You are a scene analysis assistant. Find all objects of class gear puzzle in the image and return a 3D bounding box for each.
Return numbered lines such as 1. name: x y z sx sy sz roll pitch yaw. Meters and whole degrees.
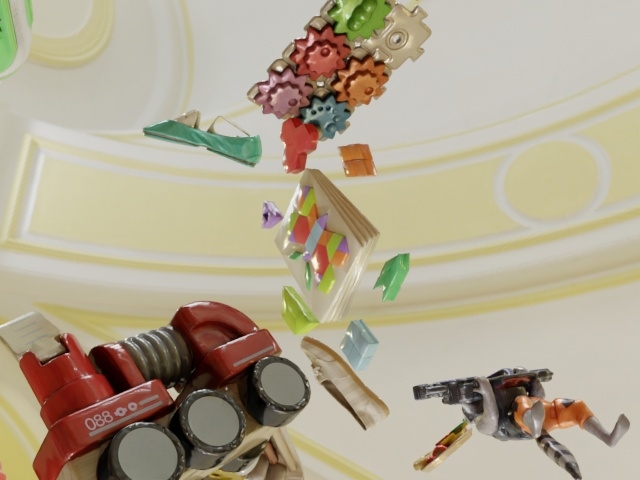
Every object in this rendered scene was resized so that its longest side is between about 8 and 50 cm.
1. gear puzzle: 0.064 -0.267 0.886 0.339 0.176 0.044 -42 -136 27

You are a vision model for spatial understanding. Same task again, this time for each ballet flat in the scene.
1. ballet flat: -0.238 -0.223 1.329 0.248 0.083 0.087 15 -84 -8

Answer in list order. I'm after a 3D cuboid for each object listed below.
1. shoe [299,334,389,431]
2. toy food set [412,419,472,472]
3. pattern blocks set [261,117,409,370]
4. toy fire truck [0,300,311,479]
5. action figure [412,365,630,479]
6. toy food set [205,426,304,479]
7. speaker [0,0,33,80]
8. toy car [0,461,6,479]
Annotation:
1. shoe: 0.034 0.267 1.212 0.219 0.076 0.058 43 -113 15
2. toy food set: 0.150 0.249 0.771 0.083 0.083 0.020 -33 -111 -21
3. pattern blocks set: 0.000 0.000 0.846 0.325 0.026 0.285 40 -58 49
4. toy fire truck: -0.171 0.118 0.576 0.246 0.217 0.158 51 -52 18
5. action figure: 0.359 0.346 1.250 0.330 0.342 0.178 157 -70 -71
6. toy food set: -0.160 0.378 1.089 0.220 0.306 0.092 1 -130 11
7. speaker: -0.411 -0.298 0.742 0.296 0.131 0.131 -35 -145 66
8. toy car: -0.532 0.477 1.004 0.053 0.224 0.239 -17 -162 17
